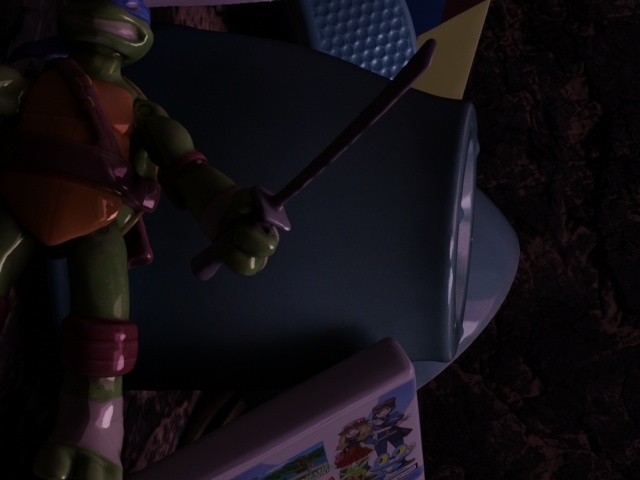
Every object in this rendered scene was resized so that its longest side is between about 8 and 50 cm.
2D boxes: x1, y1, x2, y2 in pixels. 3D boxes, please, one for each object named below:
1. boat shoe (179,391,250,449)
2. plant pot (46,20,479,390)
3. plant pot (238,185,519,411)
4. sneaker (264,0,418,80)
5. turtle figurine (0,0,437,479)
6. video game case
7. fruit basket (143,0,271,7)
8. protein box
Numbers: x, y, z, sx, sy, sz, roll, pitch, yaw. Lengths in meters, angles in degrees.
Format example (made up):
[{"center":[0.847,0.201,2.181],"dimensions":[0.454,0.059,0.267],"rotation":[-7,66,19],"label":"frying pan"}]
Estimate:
[{"center":[-0.036,0.191,1.264],"dimensions":[0.132,0.130,0.355],"rotation":[54,45,-39],"label":"boat shoe"},{"center":[-0.022,-0.017,0.923],"dimensions":[0.271,0.255,0.272],"rotation":[4,90,-80],"label":"plant pot"},{"center":[0.000,0.000,1.162],"dimensions":[0.195,0.290,0.290],"rotation":[52,36,-23],"label":"plant pot"},{"center":[-0.010,-0.268,1.218],"dimensions":[0.208,0.127,0.319],"rotation":[-170,-110,-78],"label":"sneaker"},{"center":[-0.129,-0.013,0.665],"dimensions":[0.198,0.274,0.266],"rotation":[16,87,-43],"label":"turtle figurine"},{"center":[-0.075,0.221,0.920],"dimensions":[0.036,0.329,0.300],"rotation":[57,-12,31],"label":"video game case"},{"center":[-0.023,-0.347,0.938],"dimensions":[0.327,0.165,0.353],"rotation":[-21,133,-57],"label":"fruit basket"},{"center":[0.111,-0.268,1.520],"dimensions":[0.201,0.136,0.200],"rotation":[-81,-178,-45],"label":"protein box"}]
